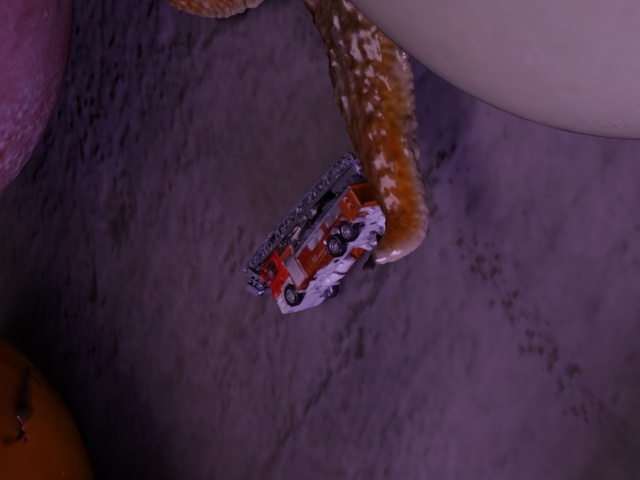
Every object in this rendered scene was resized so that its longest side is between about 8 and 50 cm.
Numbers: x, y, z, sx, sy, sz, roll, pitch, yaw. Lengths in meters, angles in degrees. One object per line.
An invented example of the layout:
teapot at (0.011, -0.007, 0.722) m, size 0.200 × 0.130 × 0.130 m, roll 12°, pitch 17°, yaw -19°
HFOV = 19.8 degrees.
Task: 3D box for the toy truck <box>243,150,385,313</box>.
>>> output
toy truck at (0.000, 0.000, 0.656) m, size 0.032 × 0.024 × 0.083 m, roll 59°, pitch 140°, yaw 19°

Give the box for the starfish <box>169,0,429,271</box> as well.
starfish at (-0.018, -0.113, 0.636) m, size 0.247 × 0.050 × 0.138 m, roll 48°, pitch 135°, yaw 44°

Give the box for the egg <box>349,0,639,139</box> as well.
egg at (0.074, -0.154, 0.357) m, size 0.219 × 0.219 × 0.269 m, roll 26°, pitch 102°, yaw 47°

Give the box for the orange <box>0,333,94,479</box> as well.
orange at (-0.208, 0.141, 0.792) m, size 0.246 × 0.246 × 0.246 m, roll 18°, pitch 113°, yaw 50°

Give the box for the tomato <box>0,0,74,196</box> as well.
tomato at (-0.209, -0.115, 0.734) m, size 0.270 × 0.227 × 0.270 m, roll 44°, pitch 142°, yaw 49°
